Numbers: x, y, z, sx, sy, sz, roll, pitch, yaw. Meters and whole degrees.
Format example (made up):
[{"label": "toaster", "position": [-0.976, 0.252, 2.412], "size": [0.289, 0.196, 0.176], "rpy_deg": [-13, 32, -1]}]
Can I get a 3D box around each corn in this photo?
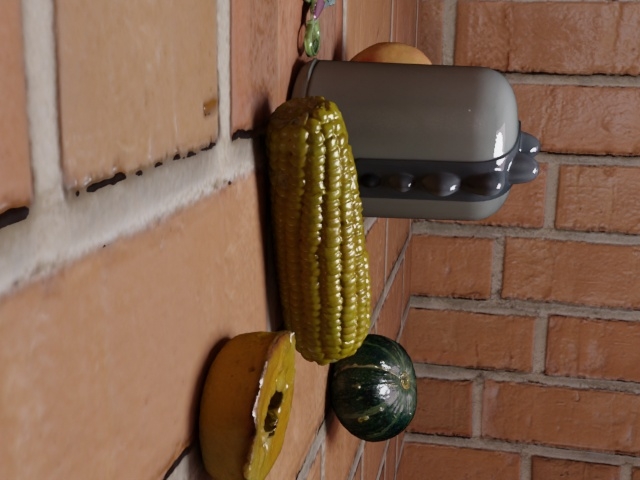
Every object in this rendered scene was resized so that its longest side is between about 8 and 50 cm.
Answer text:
[{"label": "corn", "position": [0.000, 0.000, 1.043], "size": [0.120, 0.121, 0.363], "rpy_deg": [-71, 161, -54]}]

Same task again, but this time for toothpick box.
[{"label": "toothpick box", "position": [0.125, -0.123, 1.133], "size": [0.229, 0.317, 0.229], "rpy_deg": [4, 90, -78]}]

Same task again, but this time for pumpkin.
[{"label": "pumpkin", "position": [0.093, 0.261, 1.541], "size": [0.190, 0.146, 0.190], "rpy_deg": [0, 90, -50]}]

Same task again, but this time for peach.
[{"label": "peach", "position": [0.107, -0.231, 1.405], "size": [0.184, 0.184, 0.184], "rpy_deg": [3, 90, -79]}]

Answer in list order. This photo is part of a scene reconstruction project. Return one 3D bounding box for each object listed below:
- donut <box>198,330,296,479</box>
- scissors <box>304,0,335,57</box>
[{"label": "donut", "position": [-0.073, 0.166, 0.869], "size": [0.178, 0.066, 0.162], "rpy_deg": [-16, 114, -80]}, {"label": "scissors", "position": [-0.004, -0.332, 1.178], "size": [0.187, 0.020, 0.133], "rpy_deg": [-64, 151, -61]}]
